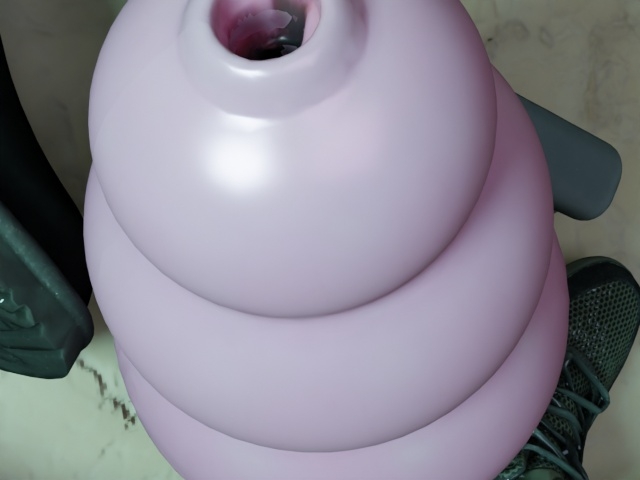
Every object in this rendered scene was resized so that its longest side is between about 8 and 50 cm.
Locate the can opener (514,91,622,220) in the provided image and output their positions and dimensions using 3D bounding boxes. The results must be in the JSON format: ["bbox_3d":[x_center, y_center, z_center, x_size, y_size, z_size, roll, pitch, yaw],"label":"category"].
[{"bbox_3d":[0.042,-0.103,0.645,0.283,0.076,0.095,23,85,-25],"label":"can opener"}]

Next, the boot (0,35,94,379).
[{"bbox_3d":[-0.145,-0.133,0.531,0.260,0.131,0.348,-54,133,-31],"label":"boot"}]

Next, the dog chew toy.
[{"bbox_3d":[0.000,0.000,0.495,0.207,0.332,0.206,-2,68,6],"label":"dog chew toy"}]

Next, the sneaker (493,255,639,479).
[{"bbox_3d":[0.123,0.106,0.670,0.227,0.130,0.087,-46,112,-17],"label":"sneaker"}]
